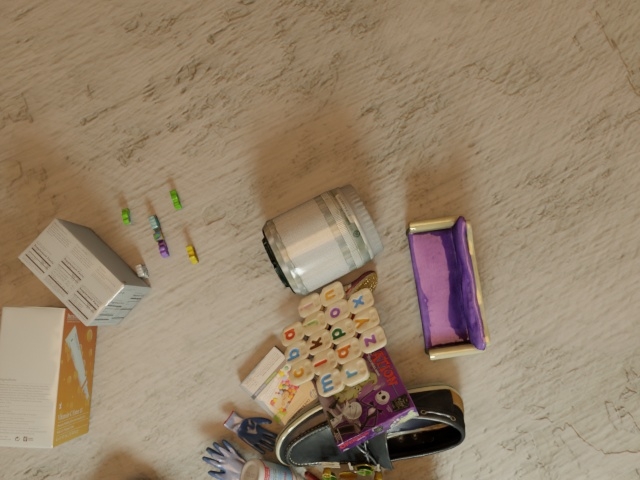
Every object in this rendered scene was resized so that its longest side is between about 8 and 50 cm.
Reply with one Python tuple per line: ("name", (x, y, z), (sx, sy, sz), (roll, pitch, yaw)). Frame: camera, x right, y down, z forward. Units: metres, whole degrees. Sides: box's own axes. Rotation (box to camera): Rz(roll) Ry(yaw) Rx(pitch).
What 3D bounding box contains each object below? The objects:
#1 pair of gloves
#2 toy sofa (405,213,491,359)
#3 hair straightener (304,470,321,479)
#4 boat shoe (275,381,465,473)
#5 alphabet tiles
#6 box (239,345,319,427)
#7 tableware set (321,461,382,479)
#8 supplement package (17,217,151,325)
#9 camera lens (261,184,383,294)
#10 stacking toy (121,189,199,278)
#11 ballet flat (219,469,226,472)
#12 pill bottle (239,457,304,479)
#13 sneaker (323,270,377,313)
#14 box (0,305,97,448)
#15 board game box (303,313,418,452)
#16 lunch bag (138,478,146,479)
("pair of gloves", (-0.207, 0.547, 1.631), (0.159, 0.023, 0.198), (30, 62, 6))
("toy sofa", (0.326, 0.120, 1.611), (0.150, 0.177, 0.362), (-8, 83, 2))
("hair straightener", (0.033, 0.708, 1.624), (0.231, 0.047, 0.089), (33, 89, 2))
("boat shoe", (0.129, 0.491, 1.561), (0.501, 0.156, 0.186), (-12, 119, 0))
("alphabet tiles", (0.030, 0.247, 1.572), (0.278, 0.021, 0.284), (-29, 52, 16))
("box", (-0.103, 0.401, 1.669), (0.186, 0.038, 0.145), (42, 87, 6))
("tableware set", (0.078, 0.584, 1.539), (0.154, 0.104, 0.024), (-1, 49, 9))
("supplement package", (-0.622, 0.088, 1.656), (0.262, 0.204, 0.145), (43, 88, 8))
("camera lens", (0.000, 0.000, 1.622), (0.275, 0.219, 0.219), (-27, 82, 0))
("stacking toy", (-0.453, -0.014, 1.740), (0.167, 0.052, 0.221), (-19, 80, -1))
("ballet flat", (-0.175, 0.659, 1.634), (0.213, 0.072, 0.068), (32, 113, 8))
("pill bottle", (-0.120, 0.613, 1.572), (0.160, 0.087, 0.087), (30, 84, -36))
("sneaker", (0.074, 0.139, 1.677), (0.185, 0.069, 0.084), (-42, 44, -22))
("box", (-0.718, 0.347, 1.624), (0.169, 0.215, 0.344), (2, 83, 3))
("board game box", (0.081, 0.337, 1.561), (0.208, 0.056, 0.346), (-24, 43, -4))
("lunch bag", (-0.457, 0.768, 1.576), (0.303, 0.115, 0.243), (35, 85, 23))
